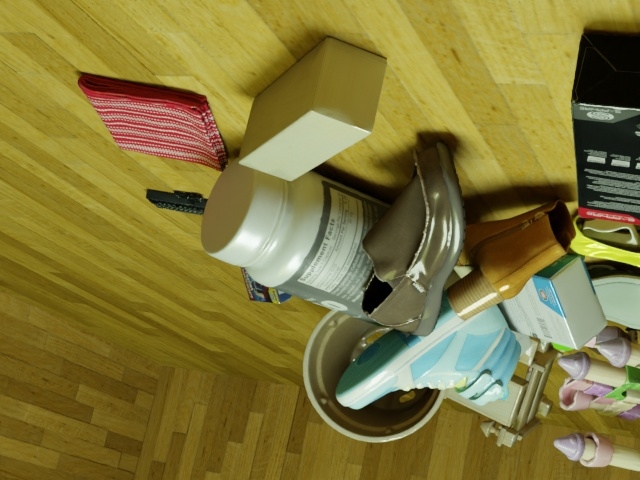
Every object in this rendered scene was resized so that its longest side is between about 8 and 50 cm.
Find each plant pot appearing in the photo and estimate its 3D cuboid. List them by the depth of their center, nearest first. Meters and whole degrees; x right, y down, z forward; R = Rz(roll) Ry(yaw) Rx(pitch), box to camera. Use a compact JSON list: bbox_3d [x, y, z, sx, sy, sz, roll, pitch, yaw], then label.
[{"bbox_3d":[0.150,0.305,2.669,0.333,0.334,0.305,9,175,11],"label":"plant pot"}]

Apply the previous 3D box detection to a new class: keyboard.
[{"bbox_3d":[-0.244,-0.067,2.142,0.180,0.023,0.108,9,164,11],"label":"keyboard"}]

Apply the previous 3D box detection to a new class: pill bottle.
[{"bbox_3d":[0.000,0.000,1.846,0.361,0.204,0.204,22,162,-28],"label":"pill bottle"}]

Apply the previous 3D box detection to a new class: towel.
[{"bbox_3d":[-0.254,-0.178,1.745,0.198,0.031,0.275,12,165,7],"label":"towel"}]

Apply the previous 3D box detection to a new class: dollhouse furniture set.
[{"bbox_3d":[0.452,0.295,2.642,0.173,0.303,0.355,24,-160,25],"label":"dollhouse furniture set"}]

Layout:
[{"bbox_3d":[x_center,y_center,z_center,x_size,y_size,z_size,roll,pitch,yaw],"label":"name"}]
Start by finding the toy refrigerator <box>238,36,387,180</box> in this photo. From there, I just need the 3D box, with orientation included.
[{"bbox_3d":[-0.013,-0.164,1.468,0.094,0.102,0.269,18,163,-19],"label":"toy refrigerator"}]

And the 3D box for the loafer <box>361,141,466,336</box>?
[{"bbox_3d":[0.129,0.013,1.667,0.130,0.134,0.366,1,132,-7],"label":"loafer"}]

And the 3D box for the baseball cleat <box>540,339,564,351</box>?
[{"bbox_3d":[0.432,0.135,2.119,0.072,0.109,0.206,12,-172,-13],"label":"baseball cleat"}]

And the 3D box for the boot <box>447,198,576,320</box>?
[{"bbox_3d":[0.295,-0.003,1.758,0.211,0.295,0.104,-35,110,19],"label":"boot"}]

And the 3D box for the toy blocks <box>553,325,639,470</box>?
[{"bbox_3d":[0.544,0.244,2.099,0.260,0.309,0.288,14,149,-16],"label":"toy blocks"}]

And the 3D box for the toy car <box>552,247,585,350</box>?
[{"bbox_3d":[0.396,0.090,1.961,0.239,0.053,0.225,-6,118,49],"label":"toy car"}]

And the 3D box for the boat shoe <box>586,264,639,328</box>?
[{"bbox_3d":[0.513,0.089,1.975,0.302,0.091,0.114,2,122,39],"label":"boat shoe"}]

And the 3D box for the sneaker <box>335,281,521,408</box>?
[{"bbox_3d":[0.199,0.230,1.885,0.208,0.319,0.127,52,-174,-15],"label":"sneaker"}]

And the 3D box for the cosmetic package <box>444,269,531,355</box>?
[{"bbox_3d":[0.277,0.157,2.126,0.151,0.151,0.184,-4,114,47],"label":"cosmetic package"}]

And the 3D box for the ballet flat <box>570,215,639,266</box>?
[{"bbox_3d":[0.491,0.000,1.714,0.231,0.077,0.077,10,147,19],"label":"ballet flat"}]

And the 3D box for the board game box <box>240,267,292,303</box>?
[{"bbox_3d":[-0.115,0.013,2.064,0.060,0.194,0.194,-19,-172,-23],"label":"board game box"}]

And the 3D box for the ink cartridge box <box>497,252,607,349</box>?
[{"bbox_3d":[0.360,0.087,1.843,0.190,0.082,0.140,16,136,59],"label":"ink cartridge box"}]

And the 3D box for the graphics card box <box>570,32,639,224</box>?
[{"bbox_3d":[0.419,-0.113,1.321,0.232,0.094,0.371,8,165,18],"label":"graphics card box"}]
